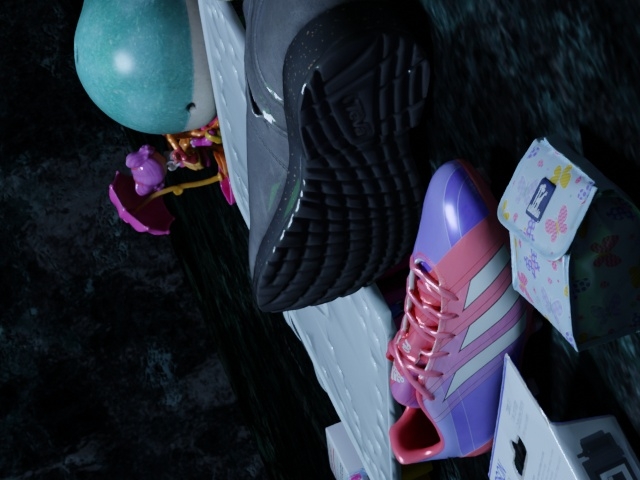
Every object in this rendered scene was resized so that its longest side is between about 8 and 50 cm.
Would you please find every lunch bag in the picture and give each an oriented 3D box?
[{"bbox_3d":[0.118,-0.002,0.850,0.071,0.053,0.083,-128,28,-57],"label":"lunch bag"}]

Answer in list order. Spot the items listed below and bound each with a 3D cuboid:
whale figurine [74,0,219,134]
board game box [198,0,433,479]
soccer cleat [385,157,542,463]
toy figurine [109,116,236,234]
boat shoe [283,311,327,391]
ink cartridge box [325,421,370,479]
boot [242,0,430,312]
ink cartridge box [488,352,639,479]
[{"bbox_3d":[-0.179,-0.226,1.734,0.216,0.141,0.272,106,148,-53],"label":"whale figurine"},{"bbox_3d":[0.000,0.000,1.555,0.390,0.050,0.390,85,162,-60],"label":"board game box"},{"bbox_3d":[0.078,0.052,1.075,0.248,0.095,0.083,79,166,-51],"label":"soccer cleat"},{"bbox_3d":[-0.143,-0.073,1.874,0.173,0.159,0.130,79,166,-47],"label":"toy figurine"},{"bbox_3d":[0.005,0.100,1.788,0.040,0.049,0.142,42,159,58],"label":"boat shoe"},{"bbox_3d":[0.054,0.234,1.751,0.104,0.061,0.181,85,162,-60],"label":"ink cartridge box"},{"bbox_3d":[-0.014,-0.116,1.222,0.338,0.118,0.223,105,146,-54],"label":"boot"},{"bbox_3d":[0.163,0.183,1.038,0.206,0.045,0.208,86,159,-64],"label":"ink cartridge box"}]
